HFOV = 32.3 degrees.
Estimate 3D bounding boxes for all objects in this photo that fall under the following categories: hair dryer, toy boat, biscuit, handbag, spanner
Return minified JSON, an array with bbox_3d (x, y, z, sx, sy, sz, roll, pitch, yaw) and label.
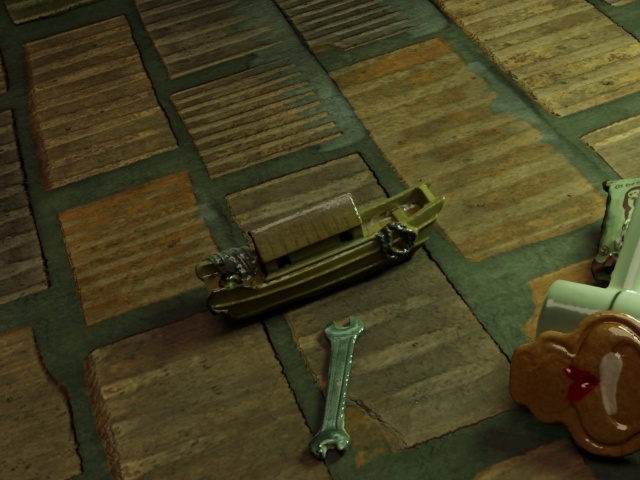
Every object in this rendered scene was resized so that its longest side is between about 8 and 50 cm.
[{"bbox_3d":[0.473,0.036,1.663,0.203,0.128,0.362,12,66,28],"label":"hair dryer"},{"bbox_3d":[0.000,0.000,1.896,0.445,0.162,0.136,-19,35,-9],"label":"toy boat"},{"bbox_3d":[0.424,0.200,1.515,0.334,0.047,0.202,4,82,26],"label":"biscuit"},{"bbox_3d":[0.554,-0.018,1.793,0.213,0.127,0.235,3,53,21],"label":"handbag"},{"bbox_3d":[0.028,0.222,1.722,0.071,0.017,0.302,-5,37,10],"label":"spanner"}]
